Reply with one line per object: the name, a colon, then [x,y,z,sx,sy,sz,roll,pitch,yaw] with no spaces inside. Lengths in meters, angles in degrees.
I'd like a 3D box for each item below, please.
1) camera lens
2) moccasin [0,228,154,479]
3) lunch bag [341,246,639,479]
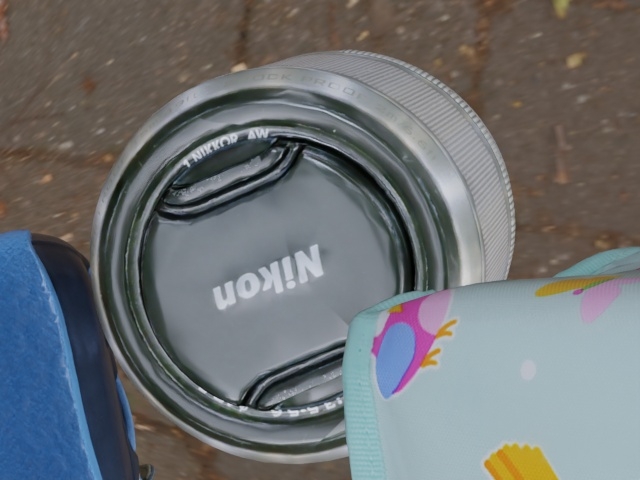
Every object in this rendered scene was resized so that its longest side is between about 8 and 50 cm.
camera lens: [0.000,0.000,1.098,0.219,0.274,0.219,2,99,11]
moccasin: [-0.149,0.162,1.193,0.138,0.117,0.342,-3,90,23]
lunch bag: [0.132,0.133,0.446,0.160,0.223,0.262,-7,95,-43]
